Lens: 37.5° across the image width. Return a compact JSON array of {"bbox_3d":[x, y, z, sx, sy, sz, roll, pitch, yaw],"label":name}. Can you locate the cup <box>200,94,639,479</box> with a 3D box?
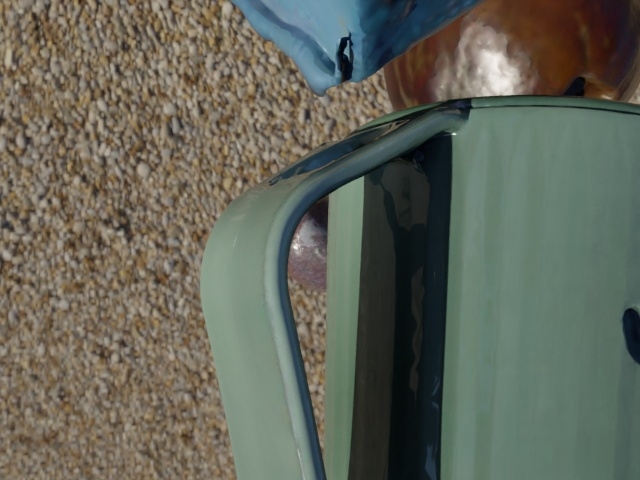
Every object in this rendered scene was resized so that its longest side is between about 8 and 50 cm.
[{"bbox_3d":[0.104,0.109,0.658,0.400,0.392,0.310,9,166,-9],"label":"cup"}]

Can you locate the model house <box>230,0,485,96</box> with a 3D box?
[{"bbox_3d":[0.058,-0.286,0.624,0.303,0.237,0.215,-32,148,-13],"label":"model house"}]

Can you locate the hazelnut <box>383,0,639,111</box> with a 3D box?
[{"bbox_3d":[0.285,-0.318,1.453,0.402,0.429,0.402,-13,114,-31],"label":"hazelnut"}]

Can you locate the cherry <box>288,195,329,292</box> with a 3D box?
[{"bbox_3d":[0.000,0.003,1.464,0.176,0.176,0.140,30,130,-31],"label":"cherry"}]
